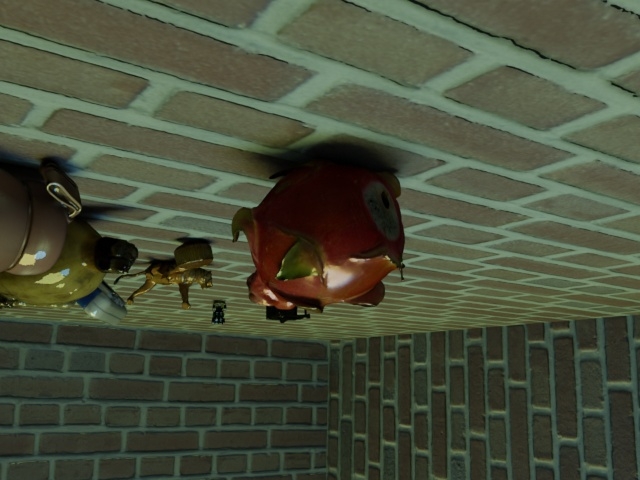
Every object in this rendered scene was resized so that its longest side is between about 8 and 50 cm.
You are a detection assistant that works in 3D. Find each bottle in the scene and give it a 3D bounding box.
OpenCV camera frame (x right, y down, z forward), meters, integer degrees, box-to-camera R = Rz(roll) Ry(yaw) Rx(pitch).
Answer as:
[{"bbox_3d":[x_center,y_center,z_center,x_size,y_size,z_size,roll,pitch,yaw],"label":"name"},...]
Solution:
[{"bbox_3d":[-0.491,-0.042,0.940,0.297,0.173,0.206,14,129,-43],"label":"bottle"}]

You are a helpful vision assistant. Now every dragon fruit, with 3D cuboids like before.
[{"bbox_3d":[0.004,-0.004,0.952,0.227,0.224,0.224,-14,162,33],"label":"dragon fruit"}]

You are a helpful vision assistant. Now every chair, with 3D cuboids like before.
[{"bbox_3d":[-0.120,0.191,2.085,0.113,0.106,0.229,7,166,-28],"label":"chair"}]

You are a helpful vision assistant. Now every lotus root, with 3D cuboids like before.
[{"bbox_3d":[-0.471,0.031,1.248,0.310,0.183,0.183,-5,166,24],"label":"lotus root"}]

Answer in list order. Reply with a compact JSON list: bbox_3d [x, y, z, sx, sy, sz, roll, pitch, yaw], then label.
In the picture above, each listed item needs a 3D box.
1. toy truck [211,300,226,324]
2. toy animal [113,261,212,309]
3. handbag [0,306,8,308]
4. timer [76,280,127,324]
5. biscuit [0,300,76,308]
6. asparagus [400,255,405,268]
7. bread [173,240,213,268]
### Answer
[{"bbox_3d":[-0.361,0.255,2.462,0.049,0.083,0.054,4,-177,-13],"label":"toy truck"},{"bbox_3d":[-0.406,0.089,1.727,0.255,0.116,0.114,3,126,17],"label":"toy animal"},{"bbox_3d":[-0.889,0.098,1.649,0.327,0.162,0.325,-6,172,-5],"label":"handbag"},{"bbox_3d":[-0.552,0.115,1.666,0.178,0.078,0.253,43,167,3],"label":"timer"},{"bbox_3d":[-0.645,0.064,1.403,0.324,0.044,0.217,3,-148,-11],"label":"biscuit"},{"bbox_3d":[0.027,0.032,1.423,0.287,0.080,0.080,-2,168,1],"label":"asparagus"},{"bbox_3d":[-0.269,0.027,1.475,0.085,0.053,0.085,-11,168,-2],"label":"bread"}]
